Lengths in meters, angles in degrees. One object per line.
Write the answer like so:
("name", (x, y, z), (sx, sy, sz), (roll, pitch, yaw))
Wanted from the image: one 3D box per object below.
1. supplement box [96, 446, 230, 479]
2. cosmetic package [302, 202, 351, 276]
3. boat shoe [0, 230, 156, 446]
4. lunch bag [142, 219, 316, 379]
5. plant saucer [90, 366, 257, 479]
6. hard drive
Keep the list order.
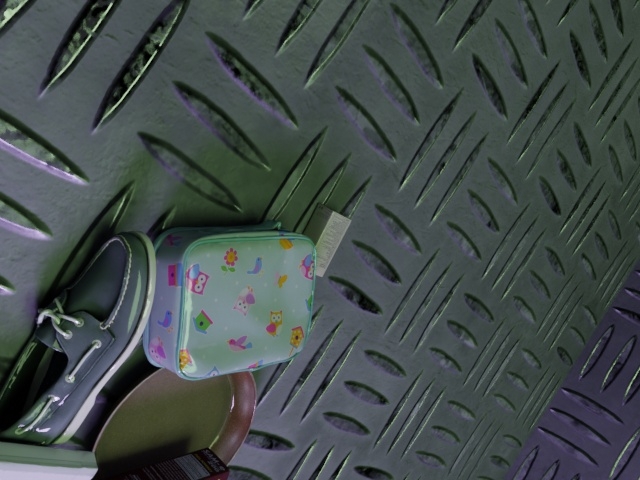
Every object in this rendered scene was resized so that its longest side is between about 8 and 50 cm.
("supplement box", (-0.266, 0.421, 1.071), (0.239, 0.073, 0.130), (-2, 114, -44))
("cosmetic package", (0.000, 0.000, 1.193), (0.060, 0.041, 0.115), (26, 94, -51))
("boat shoe", (-0.317, 0.126, 0.881), (0.099, 0.116, 0.319), (19, 103, -54))
("lunch bag", (-0.128, 0.080, 1.039), (0.279, 0.107, 0.224), (-3, 97, -49))
("plant saucer", (-0.241, 0.310, 1.123), (0.310, 0.050, 0.311), (-26, 129, -36))
("hard drive", (-0.463, 0.314, 0.845), (0.203, 0.040, 0.307), (-41, 143, 14))
